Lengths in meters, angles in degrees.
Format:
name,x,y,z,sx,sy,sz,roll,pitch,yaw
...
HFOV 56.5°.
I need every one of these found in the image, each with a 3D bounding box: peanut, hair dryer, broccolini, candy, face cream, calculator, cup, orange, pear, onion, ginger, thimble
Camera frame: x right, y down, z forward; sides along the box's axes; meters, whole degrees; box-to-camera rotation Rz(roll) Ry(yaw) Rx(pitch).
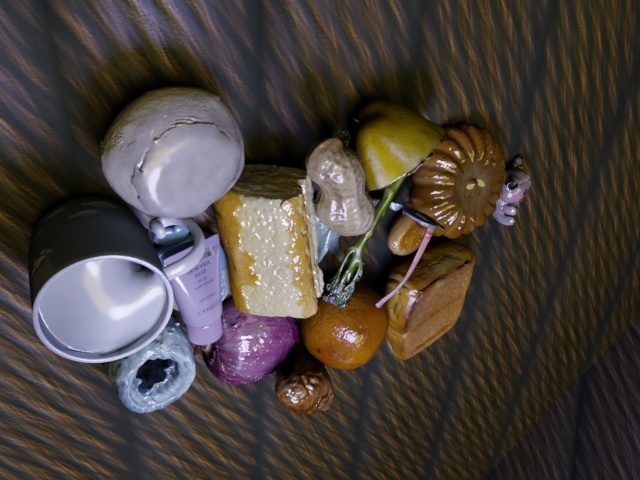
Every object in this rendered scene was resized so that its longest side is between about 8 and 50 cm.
name,x,y,z,sx,sy,sz,roll,pitch,yaw
peanut,0.041,-0.114,1.336,0.136,0.120,0.298,-39,141,-15
hair dryer,-0.027,-0.181,1.418,0.195,0.050,0.173,-16,151,-14
broccolini,0.122,-0.006,1.521,0.079,0.074,0.392,28,96,-19
candy,-0.298,-0.183,1.206,0.296,0.185,0.295,-20,126,-31
face cream,-0.294,0.124,1.443,0.154,0.096,0.273,-28,132,-34
calculator,-0.323,0.072,1.473,0.188,0.042,0.302,-24,132,-11
cup,-0.419,0.041,1.239,0.357,0.274,0.259,-26,132,-12
orange,0.071,0.233,1.674,0.264,0.264,0.264,-15,129,-20
pear,0.159,-0.250,1.419,0.267,0.267,0.178,-35,104,-2
onion,-0.152,0.297,1.659,0.349,0.159,0.267,3,124,-31
ginger,-0.042,0.403,1.674,0.173,0.321,0.165,16,84,-3
thimble,-0.428,0.295,1.496,0.205,0.172,0.250,-3,127,-33

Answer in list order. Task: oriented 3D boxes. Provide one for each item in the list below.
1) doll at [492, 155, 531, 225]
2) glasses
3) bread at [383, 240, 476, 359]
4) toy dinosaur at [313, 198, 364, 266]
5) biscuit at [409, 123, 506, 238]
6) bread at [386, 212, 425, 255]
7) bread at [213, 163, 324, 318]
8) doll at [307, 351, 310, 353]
name,x,y,z,sx,sy,sz,roll,pitch,yaw
doll,0.566,-0.141,1.785,0.149,0.095,0.192,-52,156,-45
glasses,0.178,0.024,1.566,0.118,0.234,0.268,15,101,-40
bread,0.311,0.179,1.819,0.337,0.148,0.327,-28,139,-33
toy dinosaur,0.000,0.000,1.576,0.393,0.092,0.205,29,99,-32
biscuit,0.388,-0.155,1.633,0.326,0.107,0.325,-12,116,-26
bread,0.261,-0.038,1.702,0.189,0.077,0.114,-47,115,-8
bread,-0.127,0.010,1.428,0.237,0.165,0.375,4,127,16
doll,-0.023,0.358,1.857,0.078,0.077,0.113,-4,98,-60
